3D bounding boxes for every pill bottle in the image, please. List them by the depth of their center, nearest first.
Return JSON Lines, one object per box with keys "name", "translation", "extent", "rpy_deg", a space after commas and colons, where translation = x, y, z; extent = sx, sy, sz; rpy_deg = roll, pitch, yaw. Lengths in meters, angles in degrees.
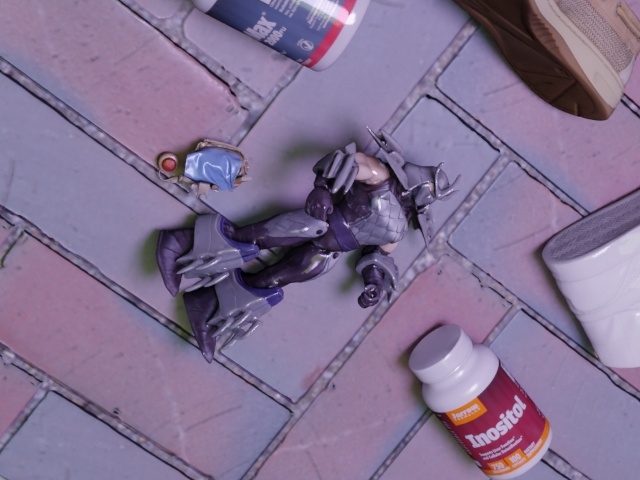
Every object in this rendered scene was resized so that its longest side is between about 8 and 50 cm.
{"name": "pill bottle", "translation": [-0.053, -0.231, 1.089], "extent": [0.180, 0.108, 0.108], "rpy_deg": [26, 99, -16]}
{"name": "pill bottle", "translation": [0.156, 0.159, 1.254], "extent": [0.086, 0.086, 0.152], "rpy_deg": [-39, 109, 2]}

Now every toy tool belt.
{"name": "toy tool belt", "translation": [-0.106, -0.065, 1.156], "extent": [0.083, 0.051, 0.052], "rpy_deg": [5, 105, -12]}

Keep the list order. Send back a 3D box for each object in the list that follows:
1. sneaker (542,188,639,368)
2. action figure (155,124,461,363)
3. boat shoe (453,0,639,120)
{"name": "sneaker", "translation": [0.384, 0.018, 1.256], "extent": [0.293, 0.108, 0.169], "rpy_deg": [-26, 111, 7]}
{"name": "action figure", "translation": [0.000, 0.000, 1.165], "extent": [0.285, 0.099, 0.185], "rpy_deg": [-24, 128, 5]}
{"name": "boat shoe", "translation": [0.183, -0.239, 1.098], "extent": [0.110, 0.122, 0.341], "rpy_deg": [-57, 137, -8]}
